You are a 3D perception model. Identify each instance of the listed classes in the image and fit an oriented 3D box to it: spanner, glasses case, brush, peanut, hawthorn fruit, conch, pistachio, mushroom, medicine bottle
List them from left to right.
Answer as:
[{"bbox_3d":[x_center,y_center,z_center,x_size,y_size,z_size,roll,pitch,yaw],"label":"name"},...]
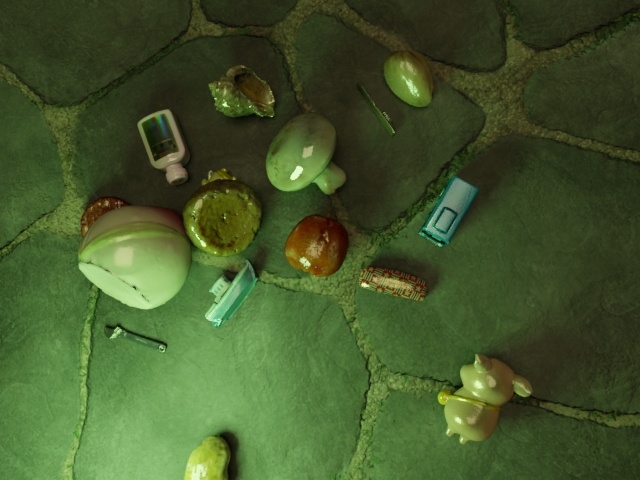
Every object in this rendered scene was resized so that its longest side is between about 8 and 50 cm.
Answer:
[{"bbox_3d":[-0.564,0.300,1.459,0.208,0.012,0.046,17,88,6],"label":"spanner"},{"bbox_3d":[-0.467,-0.279,1.462,0.115,0.078,0.219,-22,83,2],"label":"medicine bottle"},{"bbox_3d":[-0.319,0.666,1.347,0.129,0.129,0.225,9,86,7],"label":"peanut"},{"bbox_3d":[-0.228,-0.435,1.425,0.207,0.130,0.156,18,101,-7],"label":"conch"},{"bbox_3d":[-0.028,-0.231,1.365,0.243,0.243,0.244,-1,85,6],"label":"mushroom"},{"bbox_3d":[0.000,0.000,1.340,0.179,0.179,0.201,25,87,8],"label":"hawthorn fruit"},{"bbox_3d":[0.170,-0.394,1.426,0.027,0.034,0.190,-33,83,-7],"label":"brush"},{"bbox_3d":[0.208,0.120,1.371,0.194,0.049,0.073,12,86,7],"label":"glasses case"},{"bbox_3d":[0.260,-0.471,1.389,0.126,0.108,0.185,-40,90,25],"label":"pistachio"}]

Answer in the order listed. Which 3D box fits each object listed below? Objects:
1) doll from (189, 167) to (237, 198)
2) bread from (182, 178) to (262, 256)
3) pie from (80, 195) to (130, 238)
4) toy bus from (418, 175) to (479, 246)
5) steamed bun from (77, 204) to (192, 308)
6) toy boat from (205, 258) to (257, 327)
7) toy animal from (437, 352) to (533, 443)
[{"bbox_3d":[-0.323,-0.141,1.444,0.106,0.062,0.162,41,89,6],"label":"doll"},{"bbox_3d":[-0.280,-0.065,1.374,0.229,0.123,0.230,-7,105,-29],"label":"bread"},{"bbox_3d":[-0.652,-0.048,1.479,0.182,0.049,0.183,-1,85,8],"label":"pie"},{"bbox_3d":[0.357,-0.079,1.344,0.090,0.106,0.185,30,89,5],"label":"toy bus"},{"bbox_3d":[-0.493,0.020,1.350,0.309,0.309,0.310,-1,85,6],"label":"steamed bun"},{"bbox_3d":[-0.271,0.144,1.403,0.102,0.088,0.215,38,91,11],"label":"toy boat"},{"bbox_3d":[0.418,0.425,1.283,0.165,0.149,0.248,25,100,-7],"label":"toy animal"}]
